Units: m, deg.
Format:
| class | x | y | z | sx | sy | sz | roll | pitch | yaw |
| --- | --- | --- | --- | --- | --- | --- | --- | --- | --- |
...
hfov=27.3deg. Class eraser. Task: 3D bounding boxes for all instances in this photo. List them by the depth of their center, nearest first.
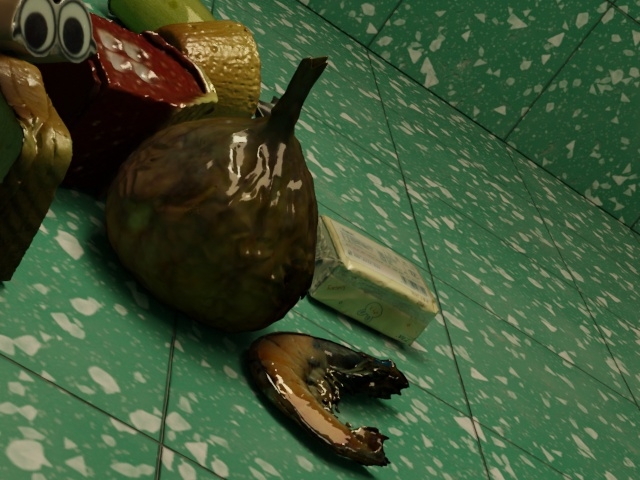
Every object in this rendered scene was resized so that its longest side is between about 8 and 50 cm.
| class | x | y | z | sx | sy | sz | roll | pitch | yaw |
| --- | --- | --- | --- | --- | --- | --- | --- | --- | --- |
| eraser | -0.430 | -0.247 | 1.564 | 0.290 | 0.087 | 0.171 | 2 | 1 | 24 |

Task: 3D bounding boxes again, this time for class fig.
| class | x | y | z | sx | sy | sz | roll | pitch | yaw |
| --- | --- | --- | --- | --- | --- | --- | --- | --- | --- |
| fig | -0.082 | -0.071 | 1.619 | 0.286 | 0.368 | 0.286 | 30 | 30 | -19 |

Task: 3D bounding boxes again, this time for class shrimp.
| class | x | y | z | sx | sy | sz | roll | pitch | yaw |
| --- | --- | --- | --- | --- | --- | --- | --- | --- | --- |
| shrimp | 0.040 | 0.200 | 1.654 | 0.290 | 0.054 | 0.222 | 11 | 30 | -47 |

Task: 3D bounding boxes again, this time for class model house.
| class | x | y | z | sx | sy | sz | roll | pitch | yaw |
| --- | --- | --- | --- | --- | --- | --- | --- | --- | --- |
| model house | -0.270 | -0.167 | 1.732 | 0.254 | 0.196 | 0.160 | 15 | 40 | -45 |

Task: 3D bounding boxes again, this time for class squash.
| class | x | y | z | sx | sy | sz | roll | pitch | yaw |
| --- | --- | --- | --- | --- | --- | --- | --- | --- | --- |
| squash | -0.265 | -0.395 | 2.430 | 0.247 | 0.132 | 0.132 | 42 | 18 | 15 |

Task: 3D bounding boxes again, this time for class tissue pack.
| class | x | y | z | sx | sy | sz | roll | pitch | yaw |
| --- | --- | --- | --- | --- | --- | --- | --- | --- | --- |
| tissue pack | 0.066 | 0.060 | 1.997 | 0.196 | 0.092 | 0.148 | 29 | 20 | -27 |

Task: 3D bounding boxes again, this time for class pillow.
| class | x | y | z | sx | sy | sz | roll | pitch | yaw |
| --- | --- | --- | --- | --- | --- | --- | --- | --- | --- |
| pillow | -0.084 | -0.226 | 2.474 | 0.091 | 0.055 | 0.136 | 42 | 20 | 8 |

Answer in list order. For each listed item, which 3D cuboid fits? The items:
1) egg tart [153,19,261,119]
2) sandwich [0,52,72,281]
| class | x | y | z | sx | sy | sz | roll | pitch | yaw |
| --- | --- | --- | --- | --- | --- | --- | --- | --- | --- |
| egg tart | -0.209 | -0.271 | 2.179 | 0.147 | 0.202 | 0.202 | -1 | 39 | -40 |
| sandwich | -0.352 | -0.088 | 1.434 | 0.065 | 0.186 | 0.214 | 17 | 24 | -37 |
